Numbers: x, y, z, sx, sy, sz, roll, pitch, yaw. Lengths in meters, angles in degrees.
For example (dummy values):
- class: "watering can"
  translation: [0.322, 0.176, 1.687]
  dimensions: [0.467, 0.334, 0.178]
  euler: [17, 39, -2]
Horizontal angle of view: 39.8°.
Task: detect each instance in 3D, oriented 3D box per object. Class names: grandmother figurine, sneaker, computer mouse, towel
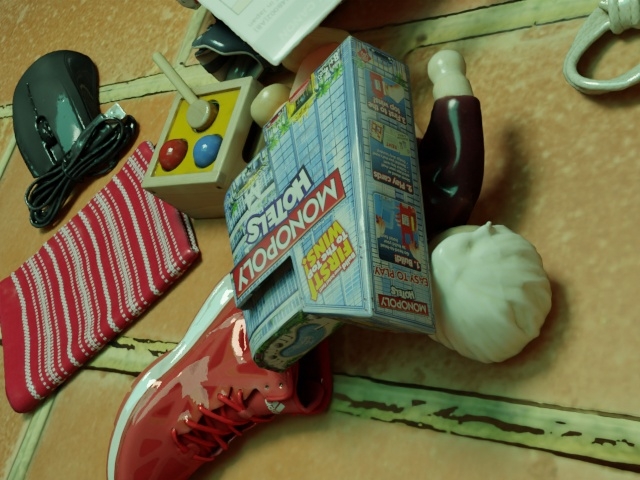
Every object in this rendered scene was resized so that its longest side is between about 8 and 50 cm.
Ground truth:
- class: "grandmother figurine"
  translation: [0.058, -0.046, 0.673]
  dimensions: [0.342, 0.104, 0.207]
  euler: [58, 135, 43]
- class: "sneaker"
  translation: [-0.083, -0.256, 0.933]
  dimensions: [0.163, 0.086, 0.226]
  euler: [-47, 44, 5]
- class: "computer mouse"
  translation: [-0.334, -0.162, 1.116]
  dimensions: [0.188, 0.072, 0.272]
  euler: [-42, 44, 16]
- class: "towel"
  translation: [-0.250, 0.035, 0.947]
  dimensions: [0.275, 0.031, 0.199]
  euler: [-41, 45, 16]
- class: "sneaker"
  translation: [-0.076, 0.131, 0.688]
  dimensions: [0.128, 0.087, 0.221]
  euler: [23, 83, 49]

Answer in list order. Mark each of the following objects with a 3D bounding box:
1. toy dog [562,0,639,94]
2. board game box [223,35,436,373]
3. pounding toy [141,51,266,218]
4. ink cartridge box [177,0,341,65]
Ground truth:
- class: "toy dog"
  translation: [0.259, -0.261, 0.567]
  dimensions: [0.334, 0.161, 0.220]
  euler: [-23, 51, 31]
- class: "board game box"
  translation: [0.000, 0.000, 0.599]
  dimensions: [0.194, 0.060, 0.194]
  euler: [-42, 46, 34]
- class: "pounding toy"
  translation: [-0.108, -0.106, 0.852]
  dimensions: [0.130, 0.100, 0.141]
  euler: [-1, 65, 42]
- class: "ink cartridge box"
  translation: [-0.018, -0.332, 0.827]
  dimensions: [0.308, 0.091, 0.385]
  euler: [-45, 52, 1]
